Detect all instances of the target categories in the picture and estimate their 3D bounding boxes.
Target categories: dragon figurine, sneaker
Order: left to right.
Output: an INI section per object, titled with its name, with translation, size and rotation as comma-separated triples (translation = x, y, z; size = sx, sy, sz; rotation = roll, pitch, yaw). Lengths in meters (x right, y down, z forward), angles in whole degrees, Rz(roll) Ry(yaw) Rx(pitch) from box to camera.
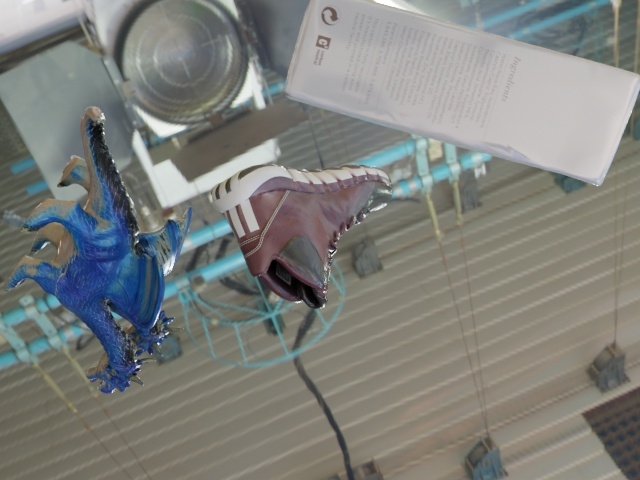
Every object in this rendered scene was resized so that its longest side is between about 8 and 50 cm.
[dragon figurine]
translation = -0.152, 0.011, 0.624
size = 0.144, 0.289, 0.085
rotation = 26, -140, -10
[sneaker]
translation = 0.000, 0.000, 0.957
size = 0.106, 0.281, 0.162
rotation = -29, -106, 42

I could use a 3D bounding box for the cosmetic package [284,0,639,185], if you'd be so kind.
[cosmetic package]
translation = 0.100, -0.113, 0.597
size = 0.231, 0.085, 0.117
rotation = 18, -169, 5
